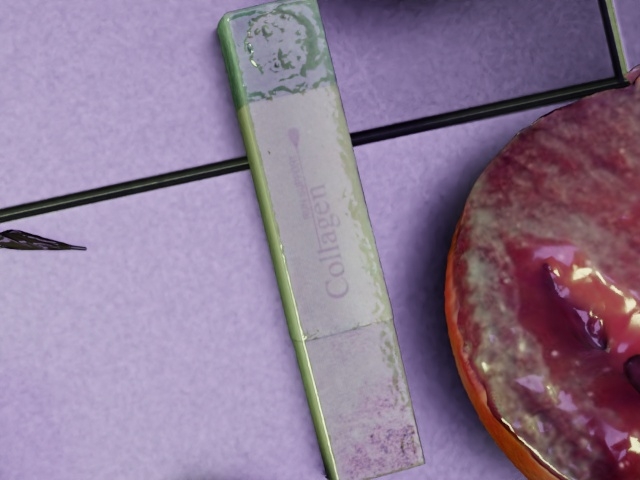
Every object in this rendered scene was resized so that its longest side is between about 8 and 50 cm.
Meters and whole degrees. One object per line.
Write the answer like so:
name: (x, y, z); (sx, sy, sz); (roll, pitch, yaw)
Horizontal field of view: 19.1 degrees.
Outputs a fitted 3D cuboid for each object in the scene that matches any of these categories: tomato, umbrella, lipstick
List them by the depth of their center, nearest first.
tomato: (0.247, 0.043, 1.248); (0.335, 0.176, 0.289); (-29, 72, -8)
umbrella: (-0.217, 0.000, 1.260); (0.122, 0.013, 0.022); (11, 65, -6)
lipstick: (0.000, 0.000, 1.262); (0.066, 0.068, 0.317); (-13, 91, -9)
